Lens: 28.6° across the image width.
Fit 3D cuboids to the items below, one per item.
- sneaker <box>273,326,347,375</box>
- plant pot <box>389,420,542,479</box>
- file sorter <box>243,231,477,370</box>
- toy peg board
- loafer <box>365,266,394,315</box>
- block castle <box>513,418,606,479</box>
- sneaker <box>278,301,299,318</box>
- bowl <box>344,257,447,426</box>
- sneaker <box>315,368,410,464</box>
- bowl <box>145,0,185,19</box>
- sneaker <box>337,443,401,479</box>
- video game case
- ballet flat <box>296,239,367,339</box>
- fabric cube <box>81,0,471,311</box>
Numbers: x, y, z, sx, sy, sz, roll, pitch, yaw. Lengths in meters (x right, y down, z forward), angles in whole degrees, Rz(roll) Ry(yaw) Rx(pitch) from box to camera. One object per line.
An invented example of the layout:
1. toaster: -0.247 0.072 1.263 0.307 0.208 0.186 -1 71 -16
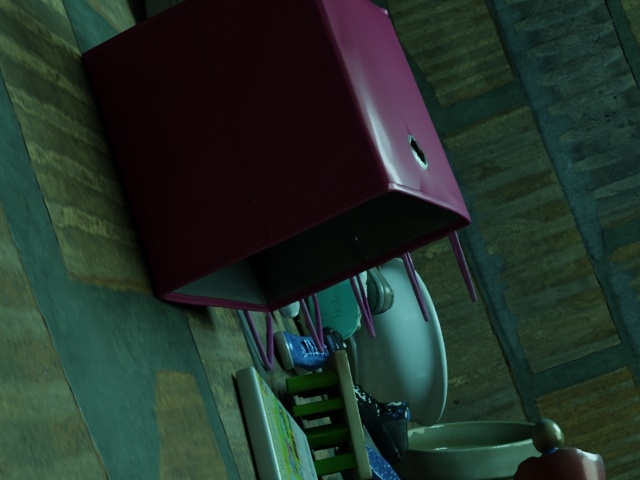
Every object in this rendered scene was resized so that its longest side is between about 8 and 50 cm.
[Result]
1. sneaker: -0.010 0.146 1.733 0.152 0.085 0.058 54 16 -69
2. plant pot: 0.293 0.513 2.451 0.323 0.323 0.280 -20 105 -85
3. file sorter: 0.035 0.018 1.599 0.202 0.291 0.182 -98 169 -67
4. toy peg board: 0.001 0.234 1.602 0.160 0.079 0.161 116 -36 -76
5. loafer: 0.050 0.048 2.099 0.267 0.084 0.096 32 -64 50
6. block castle: 0.165 0.371 1.306 0.453 0.303 0.212 64 17 -53
7. sneaker: -0.060 0.033 1.819 0.083 0.071 0.190 73 9 -48
8. bowl: 0.098 0.187 2.163 0.298 0.134 0.297 169 -90 -74
9. sneaker: 0.073 0.251 1.973 0.079 0.121 0.216 15 55 -85
10. bowl: -0.135 -0.309 1.655 0.156 0.289 0.289 -21 91 -43
11. sneaker: 0.092 0.400 1.899 0.232 0.090 0.081 46 12 -11
12. video game case: -0.030 0.277 1.372 0.206 0.026 0.227 62 10 -56
13. ballet flat: 0.005 -0.032 1.943 0.147 0.147 0.408 -101 -166 -62
14. fabric cube: -0.037 -0.097 1.250 0.254 0.259 0.258 17 51 -66
